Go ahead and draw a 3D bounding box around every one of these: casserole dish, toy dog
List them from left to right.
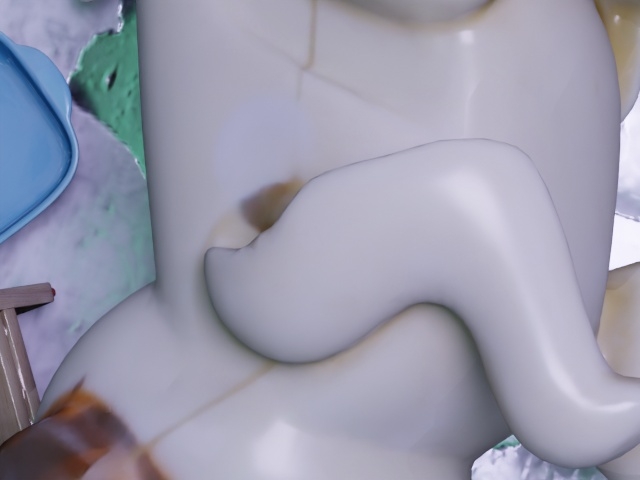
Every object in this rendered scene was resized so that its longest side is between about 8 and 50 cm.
[{"bbox_3d":[-0.213,-0.034,0.743,0.188,0.037,0.114,-36,84,1],"label":"casserole dish"},{"bbox_3d":[0.000,0.000,0.609,0.395,0.284,0.408,18,88,18],"label":"toy dog"}]

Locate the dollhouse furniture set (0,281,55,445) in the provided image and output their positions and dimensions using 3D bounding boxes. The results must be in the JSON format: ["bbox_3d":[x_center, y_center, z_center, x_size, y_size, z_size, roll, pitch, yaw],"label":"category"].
[{"bbox_3d":[-0.227,0.110,0.707,0.184,0.129,0.129,-18,85,27],"label":"dollhouse furniture set"}]
